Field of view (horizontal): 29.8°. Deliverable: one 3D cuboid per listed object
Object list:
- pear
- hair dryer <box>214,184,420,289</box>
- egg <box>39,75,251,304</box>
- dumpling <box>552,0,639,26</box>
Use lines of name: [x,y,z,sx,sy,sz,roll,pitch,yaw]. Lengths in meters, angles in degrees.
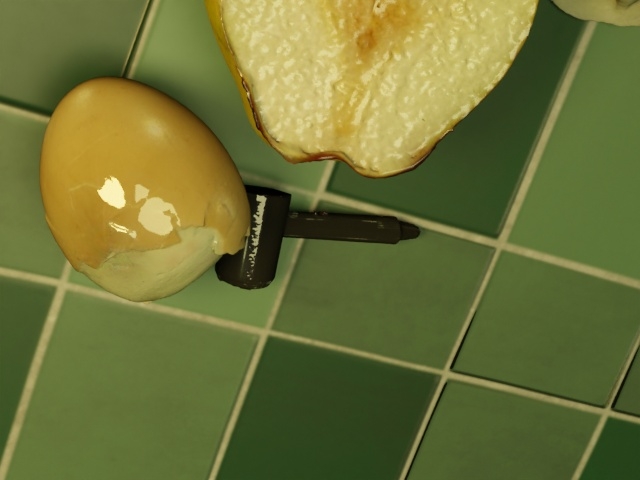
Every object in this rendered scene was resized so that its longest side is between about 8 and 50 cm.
pear: [0.035,-0.273,1.226,0.340,0.191,0.386,13,105,-25]
hair dryer: [0.000,-0.002,1.398,0.248,0.070,0.114,3,108,-27]
egg: [-0.187,-0.052,1.240,0.201,0.201,0.244,-28,103,-5]
dumpling: [0.313,-0.329,1.341,0.173,0.142,0.247,-16,127,28]
